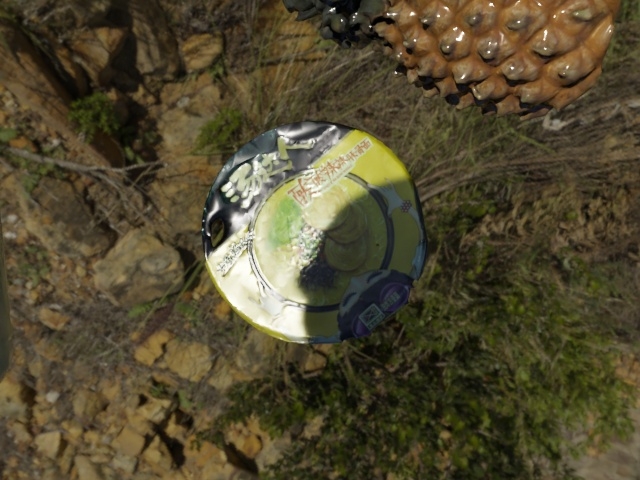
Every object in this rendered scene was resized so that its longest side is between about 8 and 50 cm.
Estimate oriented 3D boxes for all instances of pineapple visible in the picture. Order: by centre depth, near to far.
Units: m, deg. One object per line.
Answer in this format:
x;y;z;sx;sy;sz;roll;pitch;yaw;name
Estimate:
0.101;-0.256;0.579;0.357;0.223;0.223;13;151;1;pineapple

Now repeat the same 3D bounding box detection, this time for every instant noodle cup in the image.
0.000;0.000;0.638;0.215;0.215;0.236;28;177;5;instant noodle cup

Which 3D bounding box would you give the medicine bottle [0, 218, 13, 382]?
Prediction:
-0.328;-0.034;0.338;0.241;0.302;0.241;-5;-178;0;medicine bottle
